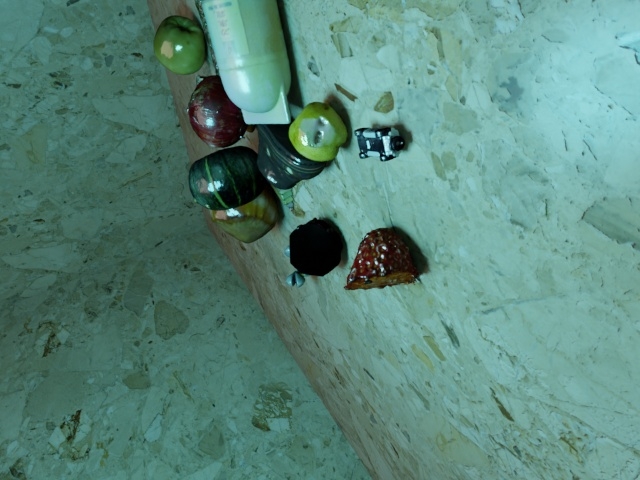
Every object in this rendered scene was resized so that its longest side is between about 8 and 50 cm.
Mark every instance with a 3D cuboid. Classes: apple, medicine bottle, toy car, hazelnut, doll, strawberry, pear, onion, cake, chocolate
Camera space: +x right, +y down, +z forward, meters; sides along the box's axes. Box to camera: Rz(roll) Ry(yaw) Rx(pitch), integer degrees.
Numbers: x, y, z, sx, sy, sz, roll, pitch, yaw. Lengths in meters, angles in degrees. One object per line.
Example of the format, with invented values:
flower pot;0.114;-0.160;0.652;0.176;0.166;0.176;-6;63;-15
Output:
apple;-0.689;-0.955;2.082;0.262;0.262;0.262;48;152;36
medicine bottle;-0.222;-0.589;1.410;0.235;0.235;0.407;32;140;53
toy car;0.157;-0.257;1.112;0.170;0.070;0.080;27;136;60
hazelnut;-0.359;-0.165;2.059;0.372;0.315;0.373;2;-90;-75
doll;-0.099;0.129;1.972;0.258;0.153;0.195;104;151;-63
strawberry;0.165;0.055;1.259;0.234;0.233;0.178;128;136;-65
pear;-0.004;-0.325;1.293;0.178;0.178;0.178;48;152;36
onion;-0.406;-0.512;1.688;0.276;0.276;0.276;48;152;36
cake;-0.165;-0.238;1.899;0.109;0.090;0.225;45;168;38
chocolate;0.000;0.000;1.689;0.177;0.206;0.224;-63;-23;-59

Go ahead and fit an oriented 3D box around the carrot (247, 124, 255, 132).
carrot;-0.293;-0.553;1.836;0.070;0.070;0.260;63;160;8

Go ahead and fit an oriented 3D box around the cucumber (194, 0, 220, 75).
cucumber;-0.454;-0.895;1.820;0.096;0.096;0.360;24;131;59

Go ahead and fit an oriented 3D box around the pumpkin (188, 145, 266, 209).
pumpkin;-0.381;-0.253;1.750;0.323;0.323;0.242;10;124;64

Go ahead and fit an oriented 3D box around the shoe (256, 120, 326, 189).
shoe;-0.116;-0.289;1.555;0.384;0.171;0.237;48;145;40

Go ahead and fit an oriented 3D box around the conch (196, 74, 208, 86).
conch;-0.451;-0.654;1.922;0.291;0.209;0.159;-127;38;-62
